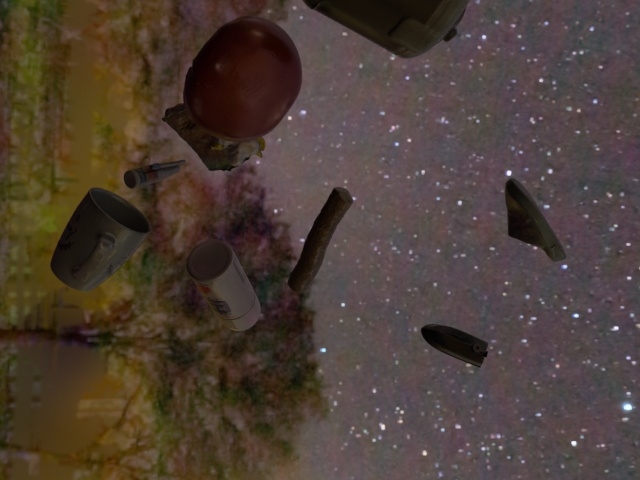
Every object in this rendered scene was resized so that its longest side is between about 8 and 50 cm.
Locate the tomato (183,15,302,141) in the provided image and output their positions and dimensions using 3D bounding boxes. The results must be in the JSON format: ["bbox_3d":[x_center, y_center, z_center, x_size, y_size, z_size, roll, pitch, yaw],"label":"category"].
[{"bbox_3d":[-0.164,-0.360,1.416,0.299,0.226,0.299,-53,-171,11],"label":"tomato"}]

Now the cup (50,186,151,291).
[{"bbox_3d":[-0.581,0.020,1.614,0.234,0.186,0.258,-51,-158,9],"label":"cup"}]

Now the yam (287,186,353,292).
[{"bbox_3d":[0.000,0.000,1.782,0.357,0.081,0.081,-62,-149,31],"label":"yam"}]

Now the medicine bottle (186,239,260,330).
[{"bbox_3d":[-0.257,0.140,1.745,0.341,0.130,0.130,73,4,-56],"label":"medicine bottle"}]

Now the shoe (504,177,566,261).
[{"bbox_3d":[0.397,-0.026,1.205,0.078,0.195,0.079,-36,-161,21],"label":"shoe"}]

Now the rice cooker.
[{"bbox_3d":[0.149,-0.545,1.225,0.335,0.325,0.335,-54,-156,37],"label":"rice cooker"}]

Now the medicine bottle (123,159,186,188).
[{"bbox_3d":[-0.539,-0.228,2.063,0.092,0.220,0.061,-29,-90,33],"label":"medicine bottle"}]

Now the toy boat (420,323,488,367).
[{"bbox_3d":[0.271,0.209,1.285,0.060,0.141,0.055,113,0,-67],"label":"toy boat"}]

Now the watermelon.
[{"bbox_3d":[-0.360,-0.411,2.211,0.264,0.302,0.151,-18,-142,34],"label":"watermelon"}]

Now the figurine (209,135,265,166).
[{"bbox_3d":[-0.254,-0.296,1.919,0.130,0.178,0.109,-49,-158,11],"label":"figurine"}]
